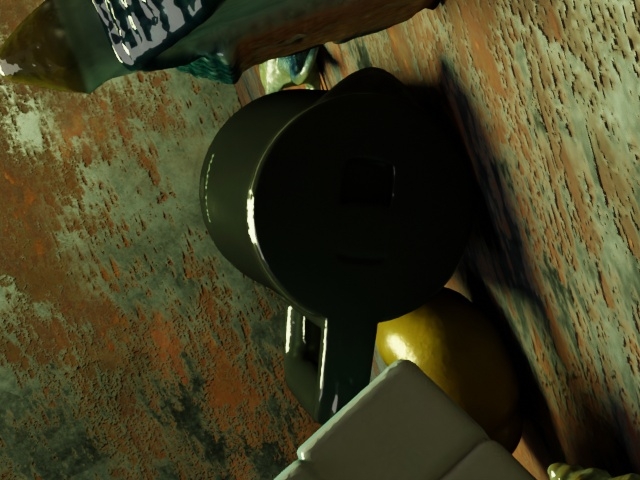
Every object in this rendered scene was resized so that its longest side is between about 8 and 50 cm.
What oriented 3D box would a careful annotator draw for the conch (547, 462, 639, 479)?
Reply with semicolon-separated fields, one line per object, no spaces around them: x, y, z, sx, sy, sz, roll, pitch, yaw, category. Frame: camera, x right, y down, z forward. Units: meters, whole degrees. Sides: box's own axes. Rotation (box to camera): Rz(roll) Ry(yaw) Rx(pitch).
0.186;0.201;0.542;0.234;0.114;0.137;60;-175;25;conch

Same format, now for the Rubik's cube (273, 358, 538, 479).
0.060;0.335;0.794;0.319;0.316;0.322;44;166;22;Rubik's cube

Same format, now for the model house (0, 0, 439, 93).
-0.069;-0.184;0.653;0.184;0.291;0.253;64;175;-2;model house

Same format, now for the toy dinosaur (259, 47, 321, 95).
-0.042;-0.224;1.375;0.363;0.076;0.147;-113;10;-62;toy dinosaur

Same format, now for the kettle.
-0.011;-0.010;0.967;0.203;0.262;0.308;34;179;-12;kettle

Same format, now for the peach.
0.116;0.127;0.985;0.179;0.103;0.179;156;90;-81;peach

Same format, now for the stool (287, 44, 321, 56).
-0.021;-0.227;0.897;0.217;0.125;0.121;125;126;-73;stool
